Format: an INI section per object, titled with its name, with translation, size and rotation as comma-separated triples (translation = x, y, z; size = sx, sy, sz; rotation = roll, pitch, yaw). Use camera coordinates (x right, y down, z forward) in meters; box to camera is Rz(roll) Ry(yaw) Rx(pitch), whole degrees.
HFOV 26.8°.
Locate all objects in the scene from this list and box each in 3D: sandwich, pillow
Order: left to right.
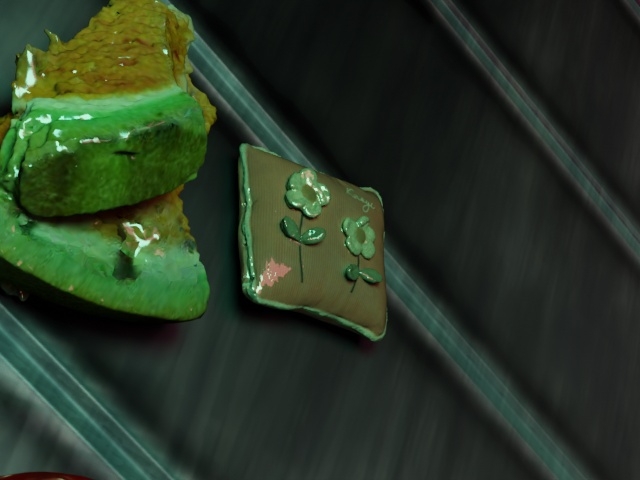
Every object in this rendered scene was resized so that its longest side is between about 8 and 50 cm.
[sandwich]
translation = -0.159, -0.084, 1.113
size = 0.250, 0.162, 0.301
rotation = 33, 53, -33
[pillow]
translation = 0.000, 0.000, 1.281
size = 0.179, 0.075, 0.171
rotation = 20, 56, -37

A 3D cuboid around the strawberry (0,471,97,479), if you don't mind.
[strawberry]
translation = -0.180, 0.287, 0.862
size = 0.317, 0.295, 0.345
rotation = 44, 10, 5
